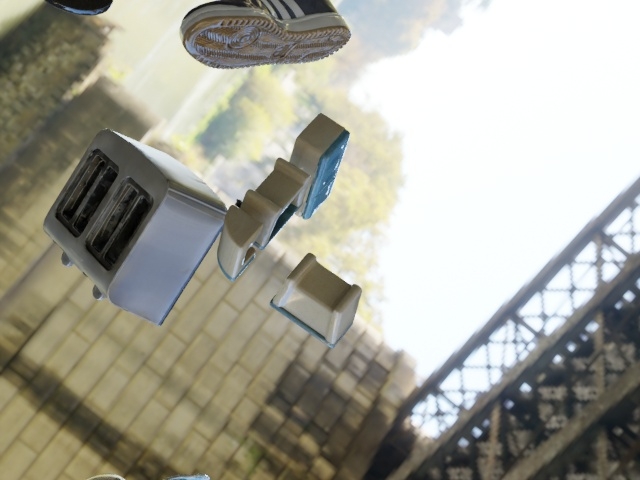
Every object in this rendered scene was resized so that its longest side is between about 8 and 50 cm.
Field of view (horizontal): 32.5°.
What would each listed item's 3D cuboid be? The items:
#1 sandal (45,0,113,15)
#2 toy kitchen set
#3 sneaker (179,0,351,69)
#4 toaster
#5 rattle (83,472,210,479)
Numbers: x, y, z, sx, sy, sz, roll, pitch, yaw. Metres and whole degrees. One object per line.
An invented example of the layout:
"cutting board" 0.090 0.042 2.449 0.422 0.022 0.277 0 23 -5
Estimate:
"sandal" -0.229 -0.268 0.916 0.067 0.179 0.040 -25 175 -27
"toy kitchen set" 0.000 0.000 1.179 0.207 0.166 0.122 -50 169 -34
"sneaker" -0.091 -0.306 1.391 0.282 0.153 0.099 -10 159 -50
"toaster" -0.205 -0.022 1.240 0.168 0.110 0.185 39 -81 39
"rattle" -0.204 0.200 0.900 0.200 0.142 0.130 -27 -178 31
